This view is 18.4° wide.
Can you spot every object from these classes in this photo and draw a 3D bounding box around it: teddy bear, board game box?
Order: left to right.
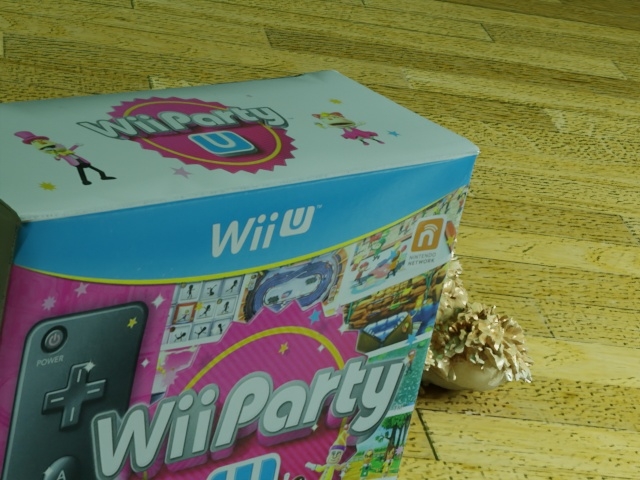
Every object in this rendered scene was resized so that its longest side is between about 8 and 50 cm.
[{"bbox_3d":[-0.077,0.094,0.779,0.224,0.303,0.097,-10,31,-42],"label":"board game box"},{"bbox_3d":[0.000,0.000,1.298,0.245,0.113,0.338,6,23,-20],"label":"teddy bear"}]
